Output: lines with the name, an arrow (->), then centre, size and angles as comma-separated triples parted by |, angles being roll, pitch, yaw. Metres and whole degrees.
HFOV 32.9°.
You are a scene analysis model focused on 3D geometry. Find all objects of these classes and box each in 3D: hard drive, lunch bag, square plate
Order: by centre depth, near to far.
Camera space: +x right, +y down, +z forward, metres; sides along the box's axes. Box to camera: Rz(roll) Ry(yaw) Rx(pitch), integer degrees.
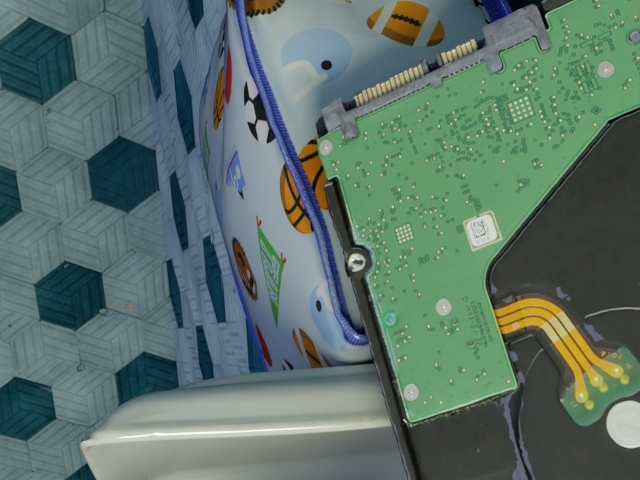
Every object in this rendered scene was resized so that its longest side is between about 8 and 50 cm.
hard drive -> 0.144, 0.044, 0.546 | 0.064, 0.237, 0.339 | 22, -132, -62
square plate -> 0.016, 0.145, 0.774 | 0.344, 0.347, 0.049 | 109, 156, -67
lunch bag -> 0.026, -0.081, 0.844 | 0.328, 0.239, 0.385 | 112, 137, -65
